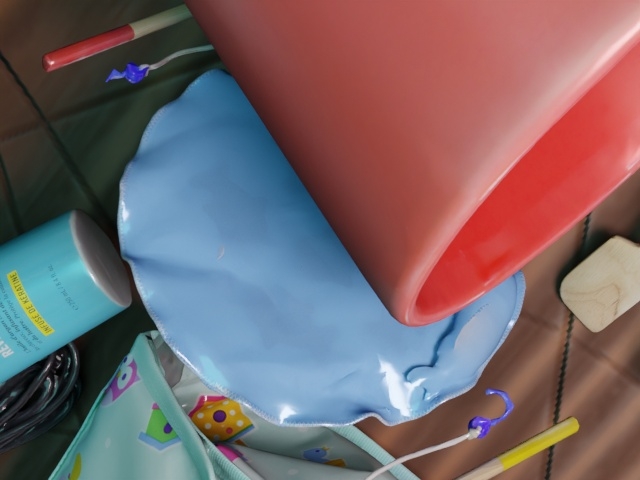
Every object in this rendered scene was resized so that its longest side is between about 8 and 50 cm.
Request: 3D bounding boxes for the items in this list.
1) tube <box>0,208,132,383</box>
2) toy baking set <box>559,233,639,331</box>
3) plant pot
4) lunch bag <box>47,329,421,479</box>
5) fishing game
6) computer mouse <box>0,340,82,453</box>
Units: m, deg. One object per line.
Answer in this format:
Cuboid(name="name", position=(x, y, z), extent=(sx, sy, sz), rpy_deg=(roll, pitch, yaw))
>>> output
Cuboid(name="tube", position=(-0.190, 0.055, 0.735), extent=(0.207, 0.052, 0.080), rpy_deg=(-29, 95, 10))
Cuboid(name="toy baking set", position=(0.237, 0.019, 0.665), extent=(0.256, 0.030, 0.197), rpy_deg=(20, 116, 15))
Cuboid(name="plant pot", position=(0.053, -0.143, 0.603), extent=(0.275, 0.275, 0.243), rpy_deg=(-44, 78, 13))
Cuboid(name="lunch bag", position=(-0.038, 0.196, 0.712), extent=(0.262, 0.160, 0.223), rpy_deg=(35, 107, 15))
Cuboid(name="fishing game", position=(0.000, 0.000, 0.684), extent=(0.189, 0.041, 0.264), rpy_deg=(-27, 75, -30))
Cuboid(name="computer mouse", position=(-0.263, 0.037, 0.780), extent=(0.262, 0.060, 0.184), rpy_deg=(43, 99, -10))
